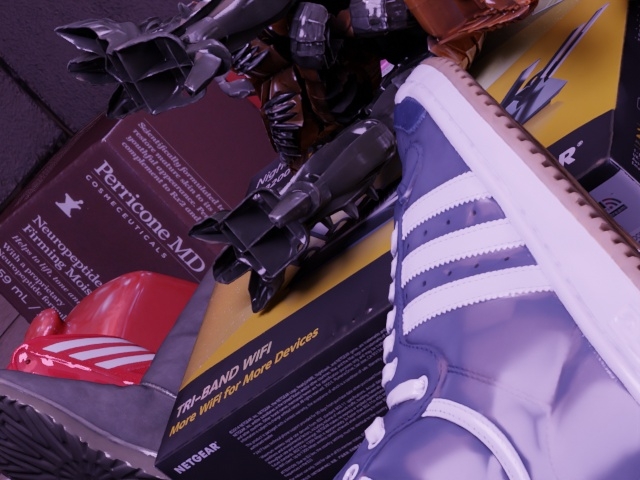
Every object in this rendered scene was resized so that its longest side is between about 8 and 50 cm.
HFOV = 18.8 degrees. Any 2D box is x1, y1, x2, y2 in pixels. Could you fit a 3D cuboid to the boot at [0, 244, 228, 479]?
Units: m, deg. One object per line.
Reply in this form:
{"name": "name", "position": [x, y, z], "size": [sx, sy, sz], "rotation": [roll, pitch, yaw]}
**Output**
{"name": "boot", "position": [-0.085, 0.066, 1.105], "size": [0.076, 0.189, 0.208], "rotation": [113, -178, -48]}

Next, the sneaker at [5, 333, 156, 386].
{"name": "sneaker", "position": [-0.157, 0.139, 1.128], "size": [0.221, 0.128, 0.087], "rotation": [-42, -28, -43]}

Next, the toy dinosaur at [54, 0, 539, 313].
{"name": "toy dinosaur", "position": [0.005, -0.106, 0.956], "size": [0.218, 0.164, 0.322], "rotation": [-39, -7, -21]}

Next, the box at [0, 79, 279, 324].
{"name": "box", "position": [-0.143, -0.018, 1.583], "size": [0.203, 0.168, 0.167], "rotation": [-36, 13, 38]}

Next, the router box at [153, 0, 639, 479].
{"name": "router box", "position": [0.066, -0.013, 0.978], "size": [0.309, 0.081, 0.243], "rotation": [-36, 23, 34]}

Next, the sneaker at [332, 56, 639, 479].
{"name": "sneaker", "position": [0.052, 0.045, 0.711], "size": [0.153, 0.099, 0.282], "rotation": [-45, 34, 8]}

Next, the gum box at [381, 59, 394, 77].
{"name": "gum box", "position": [0.098, -0.152, 1.501], "size": [0.188, 0.062, 0.107], "rotation": [-41, 12, 14]}

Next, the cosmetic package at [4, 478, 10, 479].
{"name": "cosmetic package", "position": [-0.208, 0.207, 1.269], "size": [0.099, 0.060, 0.239], "rotation": [-49, 12, -32]}

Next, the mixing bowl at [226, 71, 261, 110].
{"name": "mixing bowl", "position": [-0.078, -0.099, 1.745], "size": [0.181, 0.098, 0.181], "rotation": [-51, 4, 6]}

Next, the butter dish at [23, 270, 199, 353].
{"name": "butter dish", "position": [-0.141, 0.084, 1.272], "size": [0.160, 0.118, 0.160], "rotation": [-30, 37, 48]}
